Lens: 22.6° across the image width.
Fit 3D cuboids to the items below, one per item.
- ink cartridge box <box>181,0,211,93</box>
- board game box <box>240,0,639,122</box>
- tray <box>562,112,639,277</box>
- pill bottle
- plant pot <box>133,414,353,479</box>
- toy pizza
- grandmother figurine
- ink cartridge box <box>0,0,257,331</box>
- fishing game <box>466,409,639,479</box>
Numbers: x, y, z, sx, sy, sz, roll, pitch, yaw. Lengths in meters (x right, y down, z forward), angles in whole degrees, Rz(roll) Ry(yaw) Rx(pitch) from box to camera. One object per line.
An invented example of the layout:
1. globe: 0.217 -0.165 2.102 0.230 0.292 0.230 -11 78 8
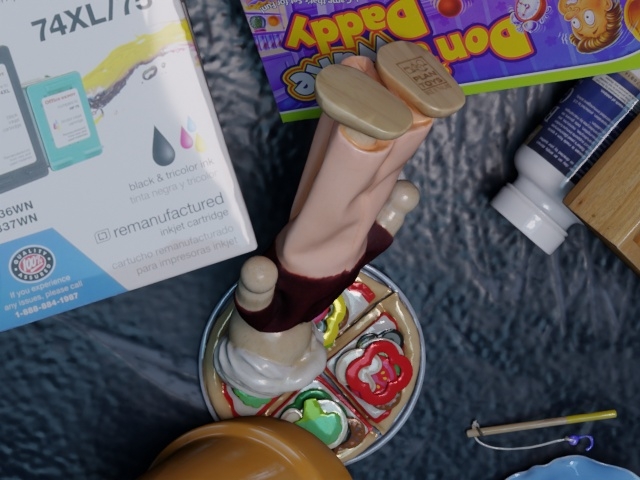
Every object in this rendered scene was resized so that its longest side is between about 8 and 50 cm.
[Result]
1. ink cartridge box: -0.184 -0.167 1.293 0.160 0.092 0.219 -16 104 -3
2. board game box: 0.108 -0.225 1.178 0.347 0.078 0.233 -8 127 18
3. tray: 0.390 -0.135 1.322 0.411 0.076 0.203 -50 144 4
4. pill bottle: 0.224 -0.073 1.359 0.094 0.094 0.169 40 94 -13
5. plant pot: -0.090 0.252 1.303 0.205 0.188 0.205 -1 89 24
6. toy pizza: -0.006 0.110 1.403 0.201 0.032 0.201 -1 102 -6
7. grandmother figurine: 0.000 0.000 1.252 0.207 0.104 0.342 -16 147 -39
8. ink cartridge box: -0.183 -0.108 1.155 0.198 0.197 0.270 -18 104 -3
9. fishing game: 0.226 0.286 1.439 0.189 0.041 0.264 -4 96 7
